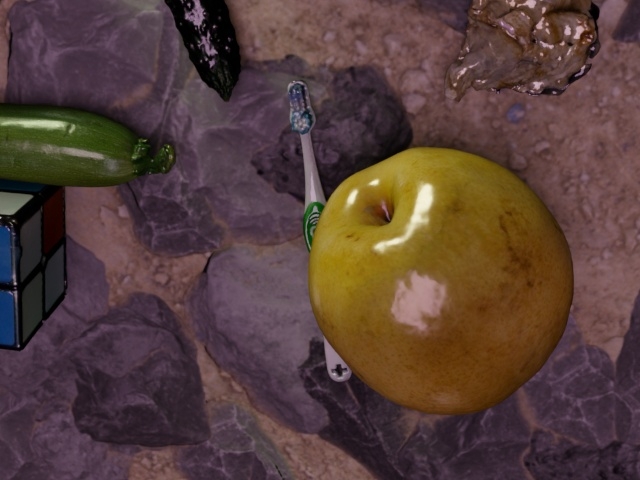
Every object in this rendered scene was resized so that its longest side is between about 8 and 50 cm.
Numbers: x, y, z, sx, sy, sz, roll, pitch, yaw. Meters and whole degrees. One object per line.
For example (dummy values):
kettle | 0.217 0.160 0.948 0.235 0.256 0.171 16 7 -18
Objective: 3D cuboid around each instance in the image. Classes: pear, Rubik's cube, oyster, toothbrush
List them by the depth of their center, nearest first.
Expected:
pear | 0.139 0.048 1.247 0.314 0.314 0.314 2 111 5
oyster | 0.228 -0.219 1.250 0.163 0.081 0.191 39 114 -14
Rubik's cube | -0.425 0.016 1.356 0.167 0.180 0.183 7 110 4
toothbrush | 0.000 -0.002 1.384 0.042 0.040 0.418 -5 115 7

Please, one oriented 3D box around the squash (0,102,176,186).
squash | -0.368 -0.121 1.340 0.379 0.101 0.101 8 112 6

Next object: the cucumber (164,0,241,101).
cucumber | -0.158 -0.304 1.263 0.072 0.072 0.300 -20 109 13
